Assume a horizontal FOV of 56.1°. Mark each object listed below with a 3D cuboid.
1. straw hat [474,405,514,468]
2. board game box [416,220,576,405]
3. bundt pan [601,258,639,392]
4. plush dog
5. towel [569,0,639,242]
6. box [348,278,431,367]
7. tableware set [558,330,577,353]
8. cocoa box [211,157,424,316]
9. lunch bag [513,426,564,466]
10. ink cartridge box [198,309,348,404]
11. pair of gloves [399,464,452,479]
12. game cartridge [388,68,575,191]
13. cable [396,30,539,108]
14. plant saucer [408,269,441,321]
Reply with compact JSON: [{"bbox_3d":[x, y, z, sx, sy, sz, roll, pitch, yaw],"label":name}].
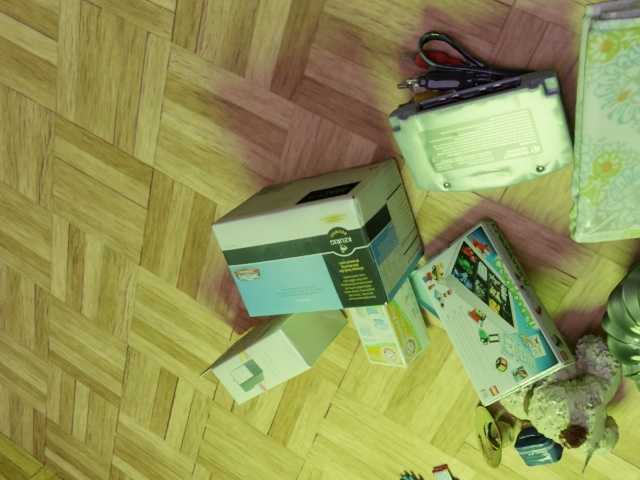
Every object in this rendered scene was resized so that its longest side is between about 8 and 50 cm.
[{"bbox_3d":[0.405,0.441,1.362,0.061,0.144,0.144,-8,117,-10],"label":"straw hat"},{"bbox_3d":[0.327,0.140,1.167,0.193,0.053,0.305,-43,60,38],"label":"board game box"},{"bbox_3d":[0.604,0.173,0.973,0.331,0.124,0.331,49,156,31],"label":"bundt pan"},{"bbox_3d":[0.446,0.311,1.189,0.225,0.210,0.262,18,123,48],"label":"plush dog"},{"bbox_3d":[0.541,-0.178,0.878,0.320,0.090,0.374,-4,118,10],"label":"towel"},{"bbox_3d":[0.146,0.166,1.325,0.114,0.103,0.203,-3,114,47],"label":"box"},{"bbox_3d":[0.467,0.264,1.264,0.168,0.020,0.141,-24,102,36],"label":"tableware set"},{"bbox_3d":[0.000,0.000,1.252,0.347,0.231,0.228,-9,111,32],"label":"cocoa box"},{"bbox_3d":[0.477,0.450,1.326,0.098,0.067,0.065,-28,99,38],"label":"lunch bag"},{"bbox_3d":[-0.122,0.272,1.479,0.353,0.207,0.119,-35,94,38],"label":"ink cartridge box"},{"bbox_3d":[0.302,0.663,1.566,0.198,0.023,0.159,-30,96,36],"label":"pair of gloves"},{"bbox_3d":[0.290,-0.179,1.074,0.294,0.060,0.196,-8,126,31],"label":"game cartridge"},{"bbox_3d":[0.277,-0.297,1.072,0.287,0.072,0.139,5,101,13],"label":"cable"},{"bbox_3d":[0.267,0.141,1.313,0.192,0.018,0.067,39,127,7],"label":"plant saucer"}]
